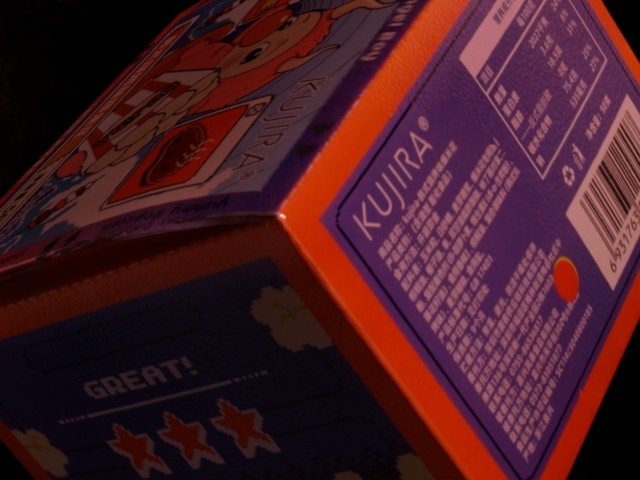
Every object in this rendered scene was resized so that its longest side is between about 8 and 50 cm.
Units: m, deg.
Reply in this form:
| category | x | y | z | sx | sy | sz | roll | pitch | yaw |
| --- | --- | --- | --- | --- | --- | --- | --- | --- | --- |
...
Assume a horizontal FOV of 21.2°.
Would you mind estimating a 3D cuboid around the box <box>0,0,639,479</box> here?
| category | x | y | z | sx | sy | sz | roll | pitch | yaw |
| --- | --- | --- | --- | --- | --- | --- | --- | --- | --- |
| box | 0.000 | 0.000 | 1.035 | 0.257 | 0.318 | 0.349 | 55 | 46 | -22 |
